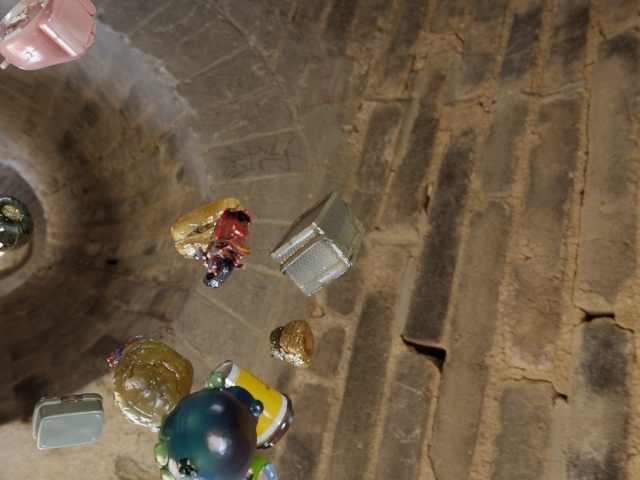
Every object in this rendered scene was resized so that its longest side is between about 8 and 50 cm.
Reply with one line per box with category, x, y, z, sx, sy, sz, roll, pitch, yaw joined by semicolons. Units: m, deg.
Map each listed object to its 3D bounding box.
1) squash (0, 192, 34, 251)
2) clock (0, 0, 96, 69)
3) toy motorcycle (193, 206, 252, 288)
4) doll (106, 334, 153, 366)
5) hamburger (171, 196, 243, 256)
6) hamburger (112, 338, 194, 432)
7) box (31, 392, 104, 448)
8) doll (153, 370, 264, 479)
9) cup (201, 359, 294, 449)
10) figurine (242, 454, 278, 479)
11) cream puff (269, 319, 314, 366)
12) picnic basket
squash;-0.987;-0.054;1.445;0.156;0.193;0.193;-12;-127;24
clock;-0.721;-0.535;1.216;0.241;0.142;0.227;-16;-124;15
toy motorcycle;-0.250;0.003;1.246;0.171;0.089;0.298;-41;-152;13
doll;-0.807;0.469;1.996;0.195;0.062;0.104;-27;-149;-28
hamburger;-0.455;-0.049;1.916;0.305;0.174;0.284;-26;177;-19
hamburger;-0.544;0.467;1.538;0.134;0.285;0.265;-38;-150;26
box;-0.841;0.603;1.569;0.129;0.210;0.147;23;-77;53
doll;-0.218;0.394;0.968;0.186;0.198;0.322;-19;-176;10
cup;-0.228;0.514;1.475;0.196;0.279;0.196;-37;-160;16
figurine;-0.220;0.732;1.411;0.143;0.263;0.162;27;-102;28
cream puff;-0.124;0.401;1.804;0.169;0.183;0.183;-8;-127;15
picnic basket;0.000;0.000;1.194;0.165;0.139;0.266;-36;-168;26
